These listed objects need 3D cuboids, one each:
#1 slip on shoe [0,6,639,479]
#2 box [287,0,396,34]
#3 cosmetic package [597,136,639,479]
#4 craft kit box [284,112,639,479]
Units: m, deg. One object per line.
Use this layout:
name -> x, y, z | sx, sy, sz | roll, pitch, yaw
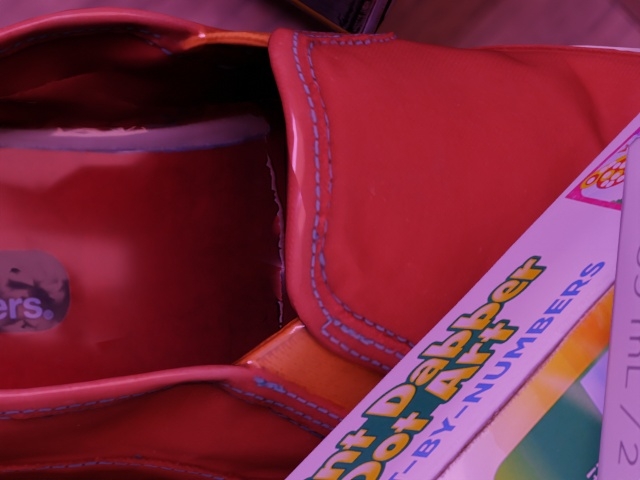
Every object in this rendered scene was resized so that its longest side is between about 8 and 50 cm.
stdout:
slip on shoe -> 0.000, 0.000, 0.417 | 0.331, 0.101, 0.123 | -2, 72, -18
box -> -0.052, -0.245, 0.466 | 0.322, 0.079, 0.257 | 32, 76, -1
cosmetic package -> 0.156, 0.094, 0.265 | 0.138, 0.225, 0.224 | 9, 84, -30
craft kit box -> 0.094, 0.122, 0.388 | 0.246, 0.061, 0.250 | -44, 109, -26
